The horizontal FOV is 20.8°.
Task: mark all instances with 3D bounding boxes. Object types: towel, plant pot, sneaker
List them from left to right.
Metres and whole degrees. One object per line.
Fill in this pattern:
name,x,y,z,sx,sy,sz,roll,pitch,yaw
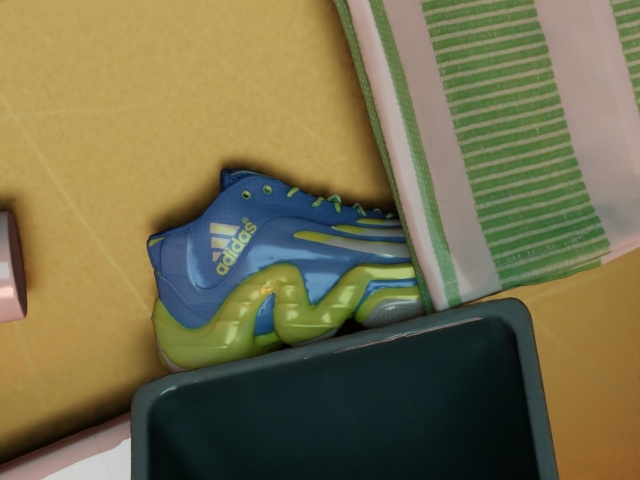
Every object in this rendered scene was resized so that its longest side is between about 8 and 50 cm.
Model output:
sneaker,0.000,0.000,1.100,0.240,0.091,0.126,-20,94,-6
plant pot,0.043,0.228,1.046,0.247,0.248,0.252,-13,137,9
towel,0.181,-0.112,1.077,0.325,0.038,0.248,-19,95,-15

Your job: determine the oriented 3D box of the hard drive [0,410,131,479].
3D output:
hard drive,-0.230,0.281,1.124,0.353,0.047,0.233,-23,98,-1

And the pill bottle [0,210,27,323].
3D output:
pill bottle,-0.271,0.027,1.078,0.169,0.094,0.094,-8,100,-4
